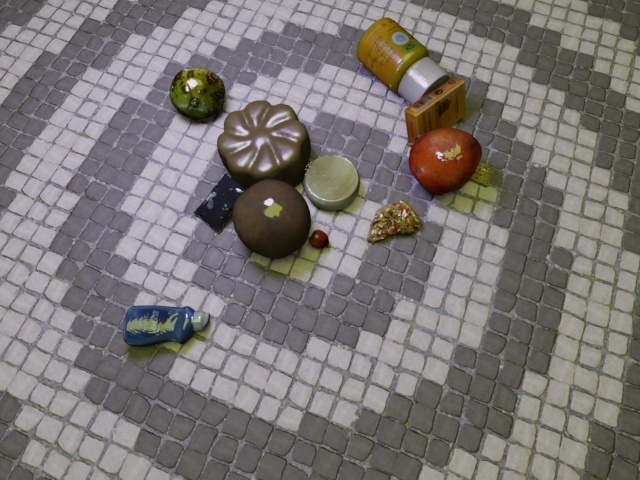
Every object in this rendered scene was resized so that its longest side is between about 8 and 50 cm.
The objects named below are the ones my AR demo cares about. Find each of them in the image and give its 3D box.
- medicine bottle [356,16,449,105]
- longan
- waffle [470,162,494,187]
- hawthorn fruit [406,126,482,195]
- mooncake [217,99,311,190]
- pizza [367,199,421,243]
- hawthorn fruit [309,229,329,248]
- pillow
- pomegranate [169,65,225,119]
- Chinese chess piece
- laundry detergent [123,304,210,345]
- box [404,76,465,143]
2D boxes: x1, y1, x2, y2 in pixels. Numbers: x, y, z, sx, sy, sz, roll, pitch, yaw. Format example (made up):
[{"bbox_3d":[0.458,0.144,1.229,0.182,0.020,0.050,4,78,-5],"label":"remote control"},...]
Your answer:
[{"bbox_3d":[0.353,-0.753,1.905,0.224,0.224,0.384,-36,73,-13],"label":"medicine bottle"},{"bbox_3d":[-0.174,-0.077,1.630,0.296,0.297,0.298,0,69,0],"label":"longan"},{"bbox_3d":[0.645,-0.283,1.837,0.135,0.021,0.092,28,73,9],"label":"waffle"},{"bbox_3d":[0.458,-0.326,1.740,0.307,0.276,0.276,34,72,27],"label":"hawthorn fruit"},{"bbox_3d":[-0.224,-0.376,1.778,0.377,0.201,0.379,0,69,1],"label":"mooncake"},{"bbox_3d":[0.276,-0.081,1.736,0.226,0.069,0.147,-12,72,-5],"label":"pizza"},{"bbox_3d":[-0.004,-0.004,1.706,0.077,0.077,0.077,0,69,0],"label":"hawthorn fruit"},{"bbox_3d":[-0.392,-0.149,1.743,0.141,0.055,0.208,39,98,13],"label":"pillow"},{"bbox_3d":[-0.513,-0.653,1.876,0.221,0.204,0.277,12,71,-15],"label":"pomegranate"},{"bbox_3d":[0.043,-0.234,1.781,0.237,0.092,0.238,0,70,0],"label":"Chinese chess piece"},{"bbox_3d":[-0.541,0.298,1.579,0.289,0.094,0.144,-3,66,-1],"label":"laundry detergent"},{"bbox_3d":[0.479,-0.529,1.843,0.274,0.174,0.076,-37,51,-12],"label":"box"}]
